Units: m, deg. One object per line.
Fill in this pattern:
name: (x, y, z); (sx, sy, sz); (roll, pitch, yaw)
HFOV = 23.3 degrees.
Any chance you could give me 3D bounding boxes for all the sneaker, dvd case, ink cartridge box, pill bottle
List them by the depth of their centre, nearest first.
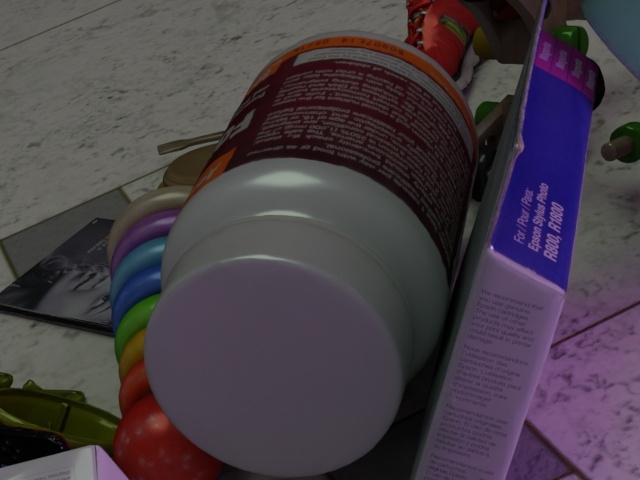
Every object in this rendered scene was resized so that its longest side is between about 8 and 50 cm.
ink cartridge box: (0.143, 0.001, 1.112); (0.071, 0.330, 0.324); (16, 35, 3)
pill bottle: (0.000, 0.000, 1.251); (0.224, 0.224, 0.392); (-10, 26, 17)
dvd case: (-0.210, 0.034, 1.581); (0.221, 0.018, 0.164); (8, 38, 41)
sneaker: (0.120, -0.235, 1.746); (0.107, 0.118, 0.279); (-7, 29, 33)

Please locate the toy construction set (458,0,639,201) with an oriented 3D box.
toy construction set: (0.184, -0.166, 1.548); (0.309, 0.257, 0.237); (-25, -1, 41)

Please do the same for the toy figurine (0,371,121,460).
toy figurine: (-0.361, 0.202, 1.269); (0.362, 0.217, 0.191); (17, -3, -25)

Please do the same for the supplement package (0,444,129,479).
supplement package: (-0.167, 0.285, 0.820); (0.199, 0.198, 0.262); (-15, 55, 7)

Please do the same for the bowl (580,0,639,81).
bowl: (0.374, -0.151, 1.207); (0.163, 0.311, 0.311); (-52, 19, 22)

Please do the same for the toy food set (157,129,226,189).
toy food set: (-0.115, -0.072, 1.702); (0.132, 0.038, 0.192); (-13, 22, -3)

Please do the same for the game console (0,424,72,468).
game console: (-0.229, 0.214, 1.139); (0.124, 0.144, 0.085); (2, 36, 34)

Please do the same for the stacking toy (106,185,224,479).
stacking toy: (-0.122, 0.091, 1.317); (0.141, 0.141, 0.330); (-15, 32, 7)
